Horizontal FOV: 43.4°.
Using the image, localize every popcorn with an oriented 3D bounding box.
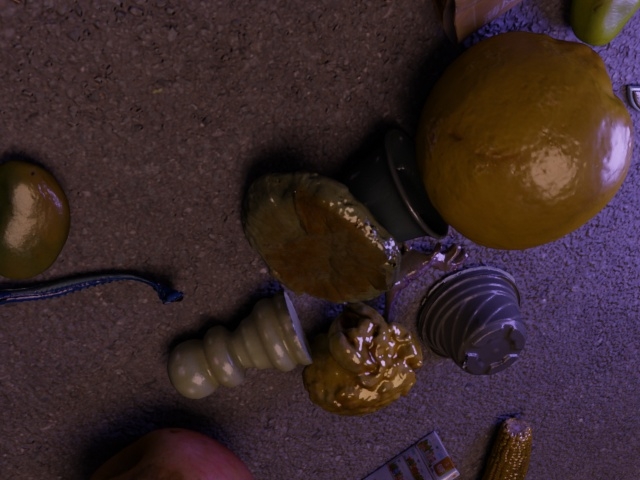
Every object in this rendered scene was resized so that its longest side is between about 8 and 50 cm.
[{"bbox_3d":[0.074,0.227,1.505,0.225,0.200,0.203,9,153,15],"label":"popcorn"}]

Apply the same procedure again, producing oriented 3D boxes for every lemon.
[{"bbox_3d":[0.307,-0.150,1.249,0.347,0.348,0.348,-11,128,-15],"label":"lemon"}]

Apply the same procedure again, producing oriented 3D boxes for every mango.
[{"bbox_3d":[-0.432,-0.025,1.188,0.122,0.085,0.191,13,120,-26],"label":"mango"},{"bbox_3d":[0.458,-0.389,1.281,0.117,0.089,0.163,-5,129,-36],"label":"mango"}]

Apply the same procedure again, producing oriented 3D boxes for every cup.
[{"bbox_3d":[0.102,-0.066,1.339,0.150,0.199,0.199,-25,134,25],"label":"cup"}]

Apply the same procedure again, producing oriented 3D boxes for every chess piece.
[{"bbox_3d":[-0.155,0.199,1.449,0.251,0.144,0.144,-22,130,2],"label":"chess piece"}]

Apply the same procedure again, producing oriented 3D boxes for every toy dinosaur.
[{"bbox_3d":[0.157,0.084,1.527,0.199,0.072,0.251,29,102,-44],"label":"toy dinosaur"}]

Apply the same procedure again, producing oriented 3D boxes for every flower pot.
[{"bbox_3d":[0.321,0.178,1.617,0.235,0.141,0.236,-10,127,-13],"label":"flower pot"}]

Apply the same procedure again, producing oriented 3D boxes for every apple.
[{"bbox_3d":[-0.288,0.533,1.497,0.363,0.364,0.364,-11,128,-15],"label":"apple"}]

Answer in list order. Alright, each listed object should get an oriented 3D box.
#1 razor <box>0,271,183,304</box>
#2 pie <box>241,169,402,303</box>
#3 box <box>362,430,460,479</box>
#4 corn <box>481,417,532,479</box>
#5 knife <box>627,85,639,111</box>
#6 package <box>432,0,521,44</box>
[{"bbox_3d":[-0.391,0.081,1.312,0.324,0.093,0.056,-1,85,-17],"label":"razor"},{"bbox_3d":[0.000,0.000,1.308,0.306,0.071,0.306,19,147,13],"label":"pie"},{"bbox_3d":[0.201,0.549,1.852,0.220,0.122,0.032,-36,131,6],"label":"box"},{"bbox_3d":[0.461,0.564,1.990,0.101,0.101,0.310,-4,124,-20],"label":"corn"},{"bbox_3d":[0.709,-0.252,1.530,0.343,0.027,0.061,6,125,-23],"label":"knife"},{"bbox_3d":[0.308,-0.427,1.146,0.311,0.165,0.221,-30,130,2],"label":"package"}]
